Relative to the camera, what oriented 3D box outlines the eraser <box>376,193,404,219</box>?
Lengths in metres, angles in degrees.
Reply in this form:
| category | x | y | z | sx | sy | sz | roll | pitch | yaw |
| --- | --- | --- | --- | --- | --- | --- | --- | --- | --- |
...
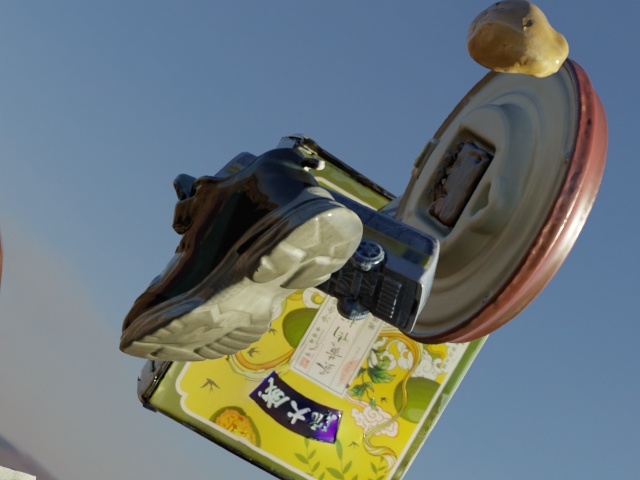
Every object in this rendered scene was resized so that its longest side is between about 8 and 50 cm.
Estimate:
| category | x | y | z | sx | sy | sz | roll | pitch | yaw |
| --- | --- | --- | --- | --- | --- | --- | --- | --- | --- |
| eraser | 0.105 | -0.004 | 1.691 | 0.058 | 0.117 | 0.172 | 59 | -3 | -15 |

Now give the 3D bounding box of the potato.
| category | x | y | z | sx | sy | sz | roll | pitch | yaw |
| --- | --- | --- | --- | --- | --- | --- | --- | --- | --- |
| potato | 0.162 | -0.163 | 1.142 | 0.083 | 0.068 | 0.062 | 37 | -13 | 10 |

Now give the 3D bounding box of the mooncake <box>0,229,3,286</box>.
| category | x | y | z | sx | sy | sz | roll | pitch | yaw |
| --- | --- | --- | --- | --- | --- | --- | --- | --- | --- |
| mooncake | -0.307 | -0.029 | 0.649 | 0.326 | 0.174 | 0.334 | 38 | -41 | -5 |

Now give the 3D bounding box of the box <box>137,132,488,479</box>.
| category | x | y | z | sx | sy | sz | roll | pitch | yaw |
| --- | --- | --- | --- | --- | --- | --- | --- | --- | --- |
| box | 0.011 | 0.122 | 1.914 | 0.373 | 0.420 | 0.138 | 31 | 1 | -14 |

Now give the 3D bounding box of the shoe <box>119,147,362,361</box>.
| category | x | y | z | sx | sy | sz | roll | pitch | yaw |
| --- | --- | --- | --- | --- | --- | --- | --- | --- | --- |
| shoe | -0.058 | 0.000 | 0.803 | 0.071 | 0.169 | 0.099 | 17 | 43 | -51 |

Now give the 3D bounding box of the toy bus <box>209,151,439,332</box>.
| category | x | y | z | sx | sy | sz | roll | pitch | yaw |
| --- | --- | --- | --- | --- | --- | --- | --- | --- | --- |
| toy bus | 0.000 | 0.000 | 1.072 | 0.190 | 0.075 | 0.064 | 24 | -50 | 14 |

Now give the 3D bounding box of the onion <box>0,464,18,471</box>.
| category | x | y | z | sx | sy | sz | roll | pitch | yaw |
| --- | --- | --- | --- | --- | --- | --- | --- | --- | --- |
| onion | -0.379 | 0.339 | 1.729 | 0.247 | 0.111 | 0.250 | 19 | -22 | -20 |

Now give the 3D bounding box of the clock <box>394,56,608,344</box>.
| category | x | y | z | sx | sy | sz | roll | pitch | yaw |
| --- | --- | --- | --- | --- | --- | --- | --- | --- | --- |
| clock | 0.157 | -0.046 | 1.375 | 0.080 | 0.319 | 0.318 | 28 | -10 | -20 |

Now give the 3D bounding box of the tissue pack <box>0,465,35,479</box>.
| category | x | y | z | sx | sy | sz | roll | pitch | yaw |
| --- | --- | --- | --- | --- | --- | --- | --- | --- | --- |
| tissue pack | -0.189 | 0.172 | 0.751 | 0.056 | 0.108 | 0.023 | 24 | -31 | -36 |
